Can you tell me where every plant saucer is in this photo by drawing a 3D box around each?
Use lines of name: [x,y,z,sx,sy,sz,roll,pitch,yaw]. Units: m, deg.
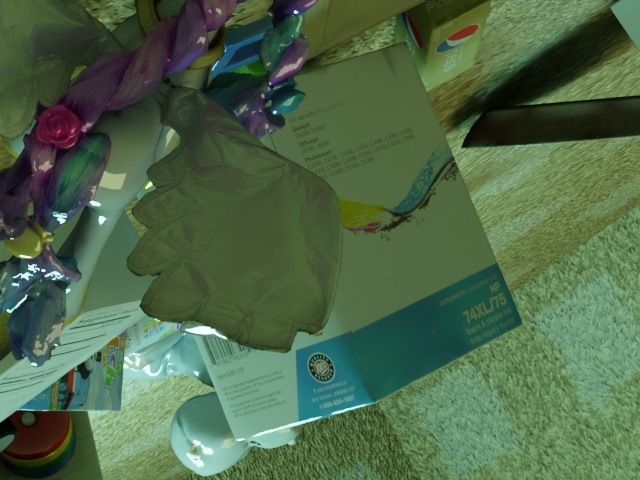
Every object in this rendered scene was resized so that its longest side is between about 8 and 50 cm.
plant saucer: [0.325,-0.148,1.949,0.310,0.050,0.310,-4,-176,0]

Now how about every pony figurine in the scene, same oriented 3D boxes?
pony figurine: [-0.131,-0.068,0.959,0.363,0.302,0.351,-45,-166,43]

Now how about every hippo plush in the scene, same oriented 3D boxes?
hippo plush: [-0.112,0.163,2.005,0.294,0.237,0.234,-29,169,-3]

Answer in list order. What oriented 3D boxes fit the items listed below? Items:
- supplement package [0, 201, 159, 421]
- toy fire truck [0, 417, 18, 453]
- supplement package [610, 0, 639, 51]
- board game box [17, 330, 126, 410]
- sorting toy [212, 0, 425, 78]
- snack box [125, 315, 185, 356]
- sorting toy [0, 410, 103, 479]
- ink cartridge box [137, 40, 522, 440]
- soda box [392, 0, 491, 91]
supplement package: [-0.274,0.058,1.365,0.244,0.139,0.134,-36,168,26]
toy fire truck: [-0.475,0.220,1.637,0.246,0.158,0.217,-44,166,15]
supplement package: [0.509,-0.217,1.823,0.199,0.263,0.198,-37,168,29]
board game box: [-0.237,0.086,1.559,0.039,0.160,0.211,3,175,10]
sorting toy: [0.053,-0.215,1.234,0.347,0.047,0.196,-28,173,-12]
snack box: [-0.217,0.076,1.778,0.174,0.070,0.207,-27,168,-11]
sorting toy: [-0.370,0.281,1.764,0.257,0.255,0.089,-14,147,-8]
ink cartridge box: [0.000,0.000,1.376,0.197,0.270,0.198,-22,180,-42]
soda box: [0.106,-0.193,1.430,0.061,0.058,0.181,-29,169,-6]
